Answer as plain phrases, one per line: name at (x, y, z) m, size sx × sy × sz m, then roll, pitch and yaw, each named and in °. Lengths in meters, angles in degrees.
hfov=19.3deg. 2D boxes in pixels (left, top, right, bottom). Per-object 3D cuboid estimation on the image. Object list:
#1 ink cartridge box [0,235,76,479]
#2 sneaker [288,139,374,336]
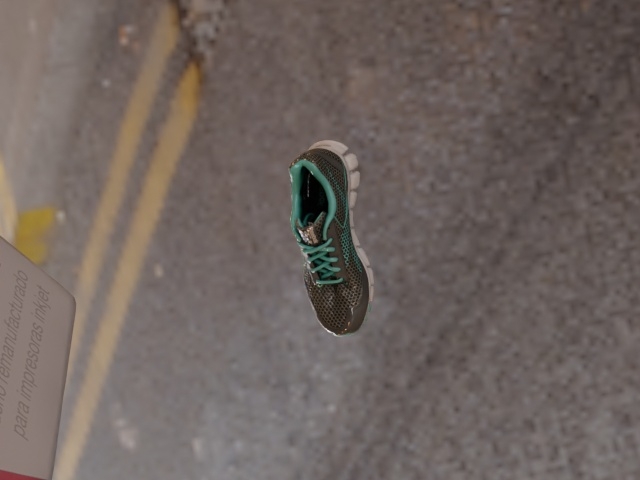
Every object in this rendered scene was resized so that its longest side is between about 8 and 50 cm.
ink cartridge box at (-0.211, 0.020, 0.485) m, size 0.117 × 0.283 × 0.207 m, roll -39°, pitch 26°, yaw 21°
sneaker at (0.000, 0.000, 1.573) m, size 0.076 × 0.065 × 0.166 m, roll -9°, pitch -91°, yaw -68°
